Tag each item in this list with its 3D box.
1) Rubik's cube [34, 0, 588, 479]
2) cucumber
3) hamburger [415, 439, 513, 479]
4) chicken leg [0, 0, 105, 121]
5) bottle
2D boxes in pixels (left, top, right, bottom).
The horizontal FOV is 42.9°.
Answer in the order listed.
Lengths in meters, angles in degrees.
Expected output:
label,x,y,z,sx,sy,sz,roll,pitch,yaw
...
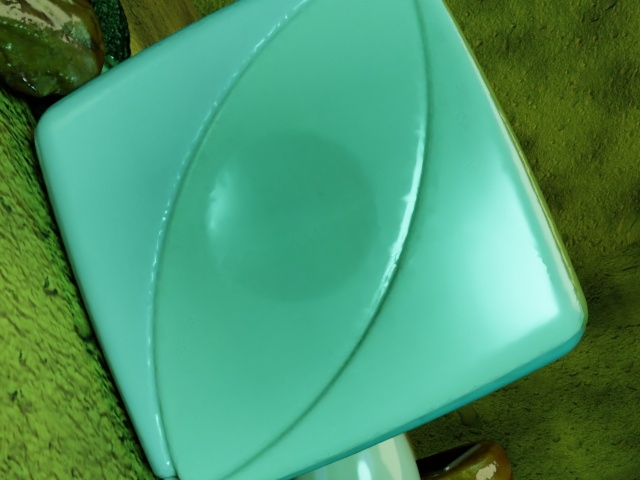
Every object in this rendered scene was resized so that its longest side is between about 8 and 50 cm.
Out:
label,x,y,z,sx,sy,sz,roll,pitch,yaw
Rubik's cube,0.000,0.000,0.734,0.352,0.351,0.347,25,41,-80
cucumber,-0.239,-0.220,0.864,0.265,0.077,0.077,-107,171,-53
hamburger,0.206,0.464,1.299,0.291,0.290,0.225,26,41,-83
chicken leg,-0.242,-0.174,0.570,0.304,0.093,0.113,37,39,-72
bottle,0.027,0.220,0.945,0.147,0.147,0.237,36,41,-81
